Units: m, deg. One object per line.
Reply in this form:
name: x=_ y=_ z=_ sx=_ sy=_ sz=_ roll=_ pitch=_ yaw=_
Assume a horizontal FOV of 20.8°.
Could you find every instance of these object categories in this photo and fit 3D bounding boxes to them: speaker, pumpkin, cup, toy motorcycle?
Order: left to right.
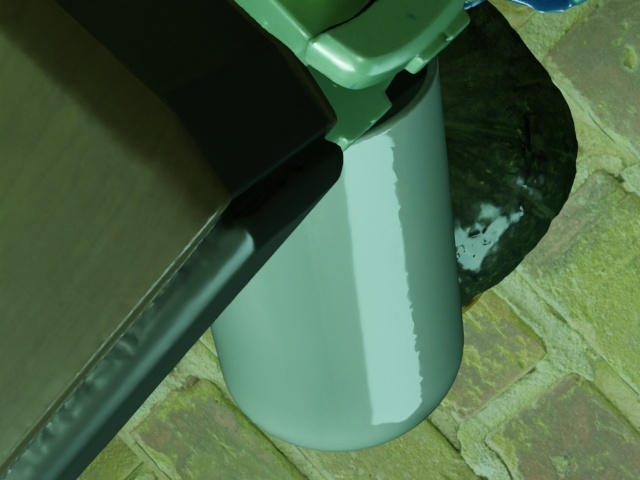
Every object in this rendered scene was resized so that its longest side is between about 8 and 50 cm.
speaker: x=-0.135 y=-0.005 z=0.584 sx=0.231 sy=0.192 sz=0.153 roll=-48 pitch=178 yaw=20
cup: x=0.000 y=0.000 z=1.323 sx=0.205 sy=0.205 sz=0.312 roll=-44 pitch=139 yaw=-37
pumpkin: x=0.060 y=-0.097 z=1.557 sx=0.291 sy=0.328 sz=0.257 roll=-48 pitch=171 yaw=4
toy motorcycle: x=0.070 y=-0.195 z=1.125 sx=0.326 sy=0.200 sz=0.191 roll=-42 pitch=179 yaw=-24

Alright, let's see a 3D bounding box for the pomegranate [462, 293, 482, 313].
pomegranate: x=0.037 y=-0.069 z=2.022 sx=0.411 sy=0.411 sz=0.411 roll=-43 pitch=180 yaw=0
